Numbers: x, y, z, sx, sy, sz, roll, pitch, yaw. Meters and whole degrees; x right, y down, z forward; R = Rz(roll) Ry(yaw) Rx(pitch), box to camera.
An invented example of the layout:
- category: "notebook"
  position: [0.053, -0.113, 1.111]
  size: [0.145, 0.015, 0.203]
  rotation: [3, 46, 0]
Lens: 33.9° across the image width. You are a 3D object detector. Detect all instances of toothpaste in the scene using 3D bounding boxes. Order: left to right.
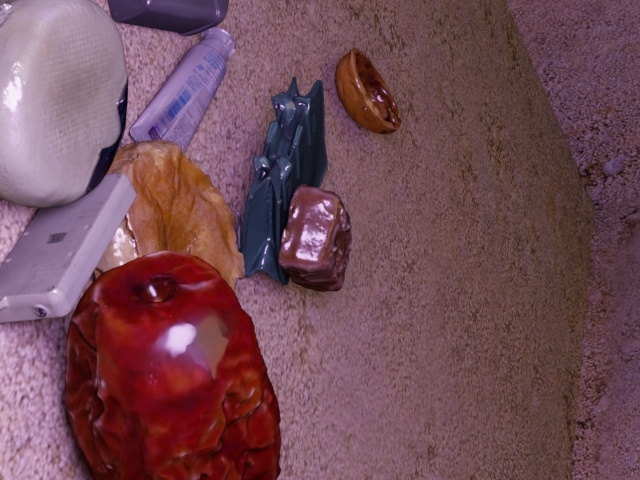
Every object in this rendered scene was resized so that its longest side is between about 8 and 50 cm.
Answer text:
- category: "toothpaste"
  position: [-0.221, -0.234, 1.722]
  size: [0.114, 0.073, 0.299]
  rotation: [58, 41, -37]

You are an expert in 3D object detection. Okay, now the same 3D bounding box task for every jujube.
- category: "jujube"
  position: [-0.184, 0.204, 1.333]
  size: [0.276, 0.276, 0.377]
  rotation: [-58, 155, -54]

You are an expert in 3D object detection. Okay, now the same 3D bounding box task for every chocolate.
- category: "chocolate"
  position: [0.000, 0.000, 1.770]
  size: [0.214, 0.093, 0.148]
  rotation: [61, 39, -75]

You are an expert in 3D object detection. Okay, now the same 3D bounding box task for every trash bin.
- category: "trash bin"
  position: [-0.253, -0.433, 1.721]
  size: [0.236, 0.101, 0.177]
  rotation: [-11, 88, -59]

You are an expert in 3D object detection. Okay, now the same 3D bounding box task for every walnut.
- category: "walnut"
  position: [0.089, -0.317, 2.296]
  size: [0.211, 0.087, 0.167]
  rotation: [53, 29, -27]

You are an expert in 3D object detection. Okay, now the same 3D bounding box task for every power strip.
- category: "power strip"
  position: [-0.330, 0.006, 1.342]
  size: [0.270, 0.118, 0.046]
  rotation: [-70, 148, -47]

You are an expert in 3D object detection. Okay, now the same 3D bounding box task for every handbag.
- category: "handbag"
  position: [-0.063, -0.105, 1.822]
  size: [0.239, 0.089, 0.326]
  rotation: [92, 12, -46]

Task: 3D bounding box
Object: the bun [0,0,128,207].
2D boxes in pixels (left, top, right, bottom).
- category: "bun"
  position: [-0.371, -0.179, 1.318]
  size: [0.283, 0.179, 0.283]
  rotation: [7, 90, -69]

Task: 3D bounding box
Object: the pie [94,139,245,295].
- category: "pie"
  position: [-0.225, 0.007, 1.568]
  size: [0.339, 0.083, 0.340]
  rotation: [30, 54, -52]
